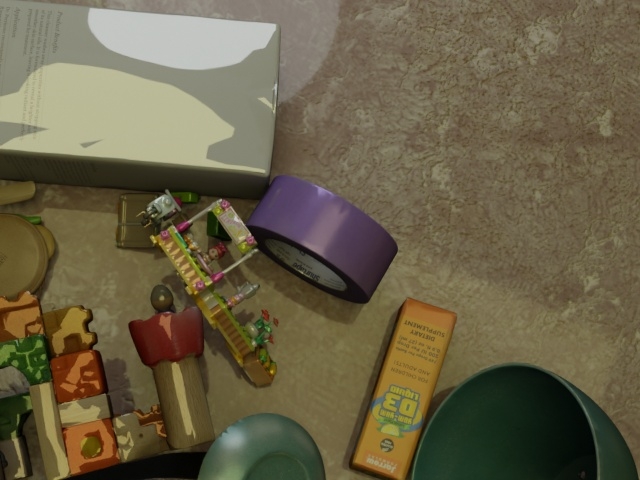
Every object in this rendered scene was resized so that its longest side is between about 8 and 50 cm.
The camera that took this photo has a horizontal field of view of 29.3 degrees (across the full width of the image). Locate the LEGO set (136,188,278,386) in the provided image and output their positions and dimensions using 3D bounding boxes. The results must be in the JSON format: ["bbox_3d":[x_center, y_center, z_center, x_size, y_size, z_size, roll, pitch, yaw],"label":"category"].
[{"bbox_3d":[-0.113,0.052,1.558,0.107,0.132,0.287,-35,97,-5],"label":"LEGO set"}]

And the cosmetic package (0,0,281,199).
[{"bbox_3d":[-0.248,-0.183,1.621,0.385,0.156,0.217,7,78,-4],"label":"cosmetic package"}]

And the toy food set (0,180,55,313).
[{"bbox_3d":[-0.417,0.026,1.624,0.132,0.038,0.192,-10,84,0],"label":"toy food set"}]

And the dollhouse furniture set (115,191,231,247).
[{"bbox_3d":[-0.199,-0.026,1.656,0.152,0.058,0.076,0,85,15],"label":"dollhouse furniture set"}]

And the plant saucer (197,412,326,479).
[{"bbox_3d":[-0.063,0.315,1.538,0.195,0.037,0.195,3,85,-34],"label":"plant saucer"}]

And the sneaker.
[{"bbox_3d":[-0.215,0.357,1.546,0.270,0.090,0.145,-3,106,-25],"label":"sneaker"}]

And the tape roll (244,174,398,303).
[{"bbox_3d":[0.000,0.000,1.581,0.189,0.189,0.080,31,76,2],"label":"tape roll"}]

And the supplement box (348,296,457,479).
[{"bbox_3d":[0.109,0.198,1.605,0.078,0.080,0.233,18,79,2],"label":"supplement box"}]

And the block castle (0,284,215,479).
[{"bbox_3d":[-0.356,0.181,1.458,0.453,0.303,0.213,-12,85,-7],"label":"block castle"}]

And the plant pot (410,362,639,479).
[{"bbox_3d":[0.282,0.315,1.517,0.195,0.290,0.290,22,74,-37],"label":"plant pot"}]
